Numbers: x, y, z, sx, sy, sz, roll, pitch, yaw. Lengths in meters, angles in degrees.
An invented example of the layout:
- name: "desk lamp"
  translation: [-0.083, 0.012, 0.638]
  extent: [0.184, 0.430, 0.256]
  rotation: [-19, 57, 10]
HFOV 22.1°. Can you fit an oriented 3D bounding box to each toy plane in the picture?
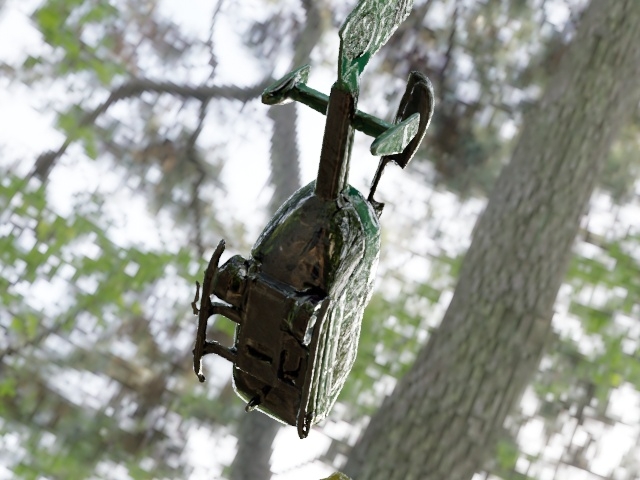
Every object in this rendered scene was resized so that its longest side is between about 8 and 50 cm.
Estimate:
- name: "toy plane"
  translation: [0.000, 0.000, 1.145]
  extent: [0.106, 0.155, 0.381]
  rotation: [25, -52, 23]

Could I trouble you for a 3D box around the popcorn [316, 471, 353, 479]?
- name: "popcorn"
  translation: [-0.001, 0.310, 1.516]
  extent: [0.142, 0.173, 0.173]
  rotation: [20, -35, 22]
